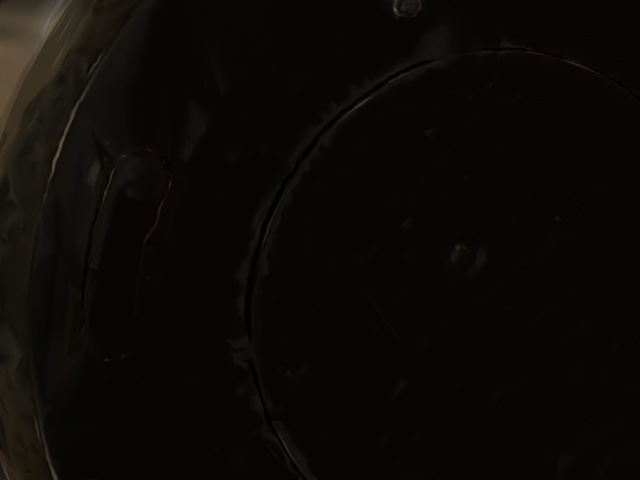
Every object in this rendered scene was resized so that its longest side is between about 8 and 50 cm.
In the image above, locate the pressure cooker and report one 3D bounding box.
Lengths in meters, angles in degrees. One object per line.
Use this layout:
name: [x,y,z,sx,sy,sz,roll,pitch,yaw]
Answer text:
pressure cooker: [0.005,-0.003,0.729,0.420,0.375,0.370,-151,59,-69]
